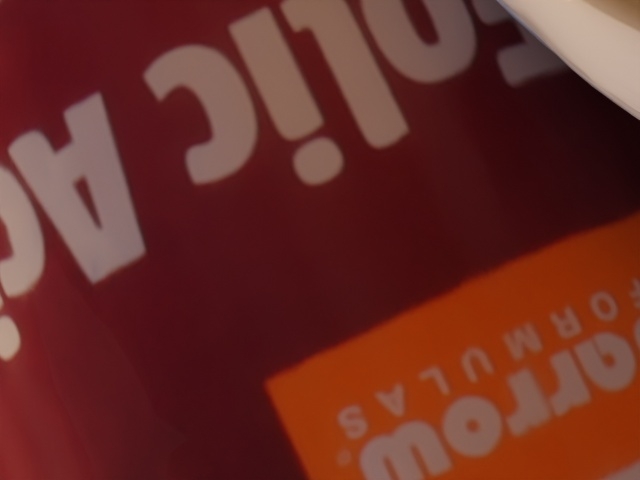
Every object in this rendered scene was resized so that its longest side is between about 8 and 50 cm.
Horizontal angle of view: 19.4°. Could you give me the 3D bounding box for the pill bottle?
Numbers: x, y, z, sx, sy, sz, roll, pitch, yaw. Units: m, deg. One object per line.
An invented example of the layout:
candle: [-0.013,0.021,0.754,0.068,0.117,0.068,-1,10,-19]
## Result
pill bottle: [0.004,0.010,0.508,0.392,0.224,0.224,65,163,9]

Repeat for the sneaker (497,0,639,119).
sneaker: [0.137,0.012,0.377,0.292,0.108,0.169,36,151,35]
